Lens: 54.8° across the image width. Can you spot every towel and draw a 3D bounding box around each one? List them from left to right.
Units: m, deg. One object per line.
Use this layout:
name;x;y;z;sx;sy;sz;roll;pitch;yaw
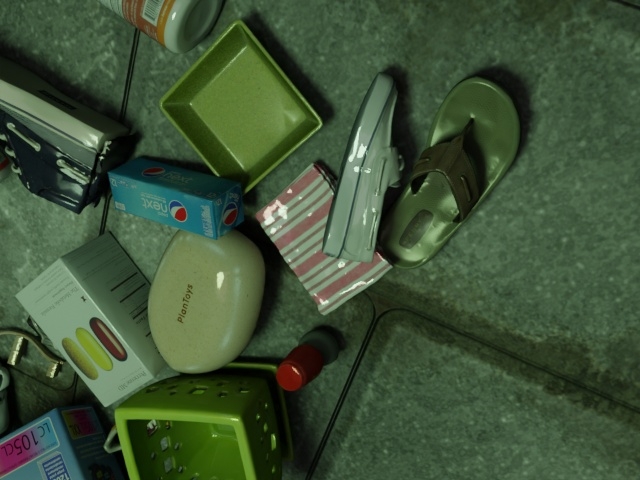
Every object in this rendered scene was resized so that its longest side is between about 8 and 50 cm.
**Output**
towel;0.000;0.000;0.928;0.144;0.029;0.197;-39;80;27

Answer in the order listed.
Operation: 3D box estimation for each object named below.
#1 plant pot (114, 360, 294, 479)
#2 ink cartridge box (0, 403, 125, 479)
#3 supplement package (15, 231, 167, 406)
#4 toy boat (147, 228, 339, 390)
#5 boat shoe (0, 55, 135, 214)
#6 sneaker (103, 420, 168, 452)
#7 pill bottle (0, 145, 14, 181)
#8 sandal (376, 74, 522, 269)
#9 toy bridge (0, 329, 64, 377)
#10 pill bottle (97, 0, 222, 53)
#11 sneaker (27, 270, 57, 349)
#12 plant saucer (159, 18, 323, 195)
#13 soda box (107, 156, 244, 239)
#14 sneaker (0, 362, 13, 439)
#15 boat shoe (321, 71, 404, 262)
plant pot;-0.171;0.324;1.031;0.227;0.207;0.228;-2;110;19
ink cartridge box;-0.486;0.542;1.136;0.270;0.151;0.395;-30;78;4
supplement package;-0.367;0.134;1.063;0.139;0.134;0.244;-34;97;26
toy boat;-0.125;0.125;0.992;0.318;0.148;0.267;31;111;13
boat shoe;-0.476;-0.175;0.984;0.340;0.127;0.158;30;108;4
sneaker;-0.329;0.345;1.158;0.185;0.084;0.069;-38;95;26
pill bottle;-0.645;-0.191;0.981;0.161;0.161;0.283;-17;119;23
sandal;0.169;-0.073;0.834;0.120;0.086;0.303;30;118;10
toy bridge;-0.594;0.213;1.214;0.188;0.026;0.063;17;87;0
pill bottle;-0.251;-0.364;0.846;0.216;0.121;0.121;35;116;3
sneaker;-0.508;0.129;1.146;0.074;0.063;0.170;7;117;9
plant saucer;-0.114;-0.190;0.908;0.188;0.045;0.188;-37;95;25
soda box;-0.222;-0.067;0.946;0.210;0.071;0.067;16;125;26
sneaker;-0.792;0.282;1.262;0.365;0.137;0.210;21;113;5
boat shoe;0.072;-0.095;0.849;0.084;0.095;0.258;15;101;-5
